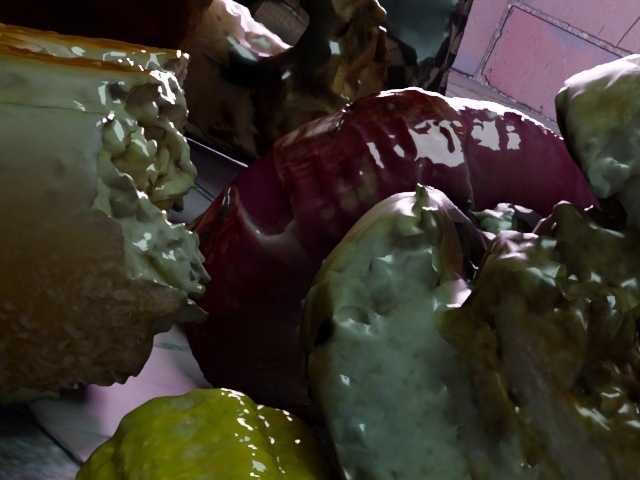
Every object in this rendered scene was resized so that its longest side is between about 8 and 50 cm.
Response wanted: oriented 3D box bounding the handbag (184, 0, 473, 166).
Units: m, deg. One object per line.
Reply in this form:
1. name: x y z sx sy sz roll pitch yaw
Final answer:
1. handbag: -0.085 -0.202 1.362 0.416 0.180 0.317 24 -22 6

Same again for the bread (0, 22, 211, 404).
1. bread: -0.155 -0.020 0.700 0.192 0.171 0.314 9 9 -11

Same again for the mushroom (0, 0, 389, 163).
1. mushroom: -0.150 -0.202 1.079 0.334 0.331 0.356 17 5 41

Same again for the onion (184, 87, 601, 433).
1. onion: 0.034 -0.002 0.804 0.230 0.230 0.163 18 48 -26

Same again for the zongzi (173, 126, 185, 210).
1. zongzi: -0.189 -0.103 1.271 0.094 0.204 0.205 -16 -2 -40

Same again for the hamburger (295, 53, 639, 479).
1. hamburger: 0.154 0.097 0.588 0.318 0.195 0.277 55 10 14

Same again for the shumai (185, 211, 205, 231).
1. shumai: 0.000 0.000 0.976 0.161 0.153 0.209 33 10 7

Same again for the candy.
1. candy: -0.025 0.133 0.486 0.094 0.106 0.199 39 11 -27
